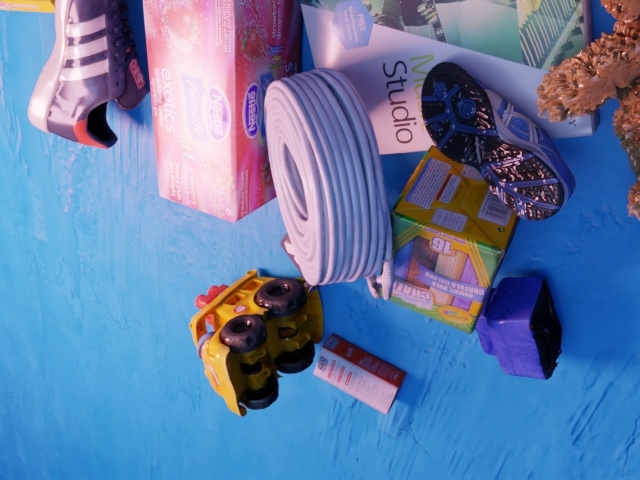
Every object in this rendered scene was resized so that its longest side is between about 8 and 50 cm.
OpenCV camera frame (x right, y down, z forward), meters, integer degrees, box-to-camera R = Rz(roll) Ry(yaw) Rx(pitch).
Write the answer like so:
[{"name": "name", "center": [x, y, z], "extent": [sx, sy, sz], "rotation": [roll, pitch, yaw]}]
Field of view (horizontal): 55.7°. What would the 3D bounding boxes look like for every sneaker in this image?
[{"name": "sneaker", "center": [-0.318, -0.292, 0.916], "extent": [0.148, 0.131, 0.350], "rotation": [27, 124, -9]}, {"name": "sneaker", "center": [0.189, -0.110, 0.658], "extent": [0.211, 0.081, 0.080], "rotation": [55, 133, 16]}]

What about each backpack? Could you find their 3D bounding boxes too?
[{"name": "backpack", "center": [0.262, 0.117, 0.797], "extent": [0.101, 0.098, 0.120], "rotation": [-3, 127, 42]}]

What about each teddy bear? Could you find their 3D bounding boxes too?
[{"name": "teddy bear", "center": [0.341, -0.164, 0.569], "extent": [0.338, 0.113, 0.245], "rotation": [43, 125, -16]}]

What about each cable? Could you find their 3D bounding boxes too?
[{"name": "cable", "center": [0.000, -0.073, 0.724], "extent": [0.257, 0.089, 0.256], "rotation": [-124, 23, -56]}]

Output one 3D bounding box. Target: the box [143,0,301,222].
[{"name": "box", "center": [-0.127, -0.197, 0.815], "extent": [0.142, 0.154, 0.299], "rotation": [20, 123, 24]}]

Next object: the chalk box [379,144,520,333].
[{"name": "chalk box", "center": [0.158, 0.015, 0.756], "extent": [0.132, 0.132, 0.213], "rotation": [22, 143, 15]}]

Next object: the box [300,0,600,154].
[{"name": "box", "center": [0.141, -0.222, 0.703], "extent": [0.322, 0.058, 0.232], "rotation": [-2, 115, 30]}]

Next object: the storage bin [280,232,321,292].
[{"name": "storage bin", "center": [0.000, 0.000, 0.895], "extent": [0.091, 0.098, 0.135], "rotation": [48, 130, 14]}]

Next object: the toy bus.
[{"name": "toy bus", "center": [-0.133, 0.144, 0.977], "extent": [0.212, 0.220, 0.149], "rotation": [15, 127, 31]}]

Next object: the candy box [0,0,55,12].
[{"name": "candy box", "center": [-0.447, -0.400, 0.930], "extent": [0.206, 0.105, 0.027], "rotation": [14, 162, 28]}]

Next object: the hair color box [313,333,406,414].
[{"name": "hair color box", "center": [0.064, 0.221, 1.005], "extent": [0.141, 0.043, 0.071], "rotation": [26, 126, 15]}]
